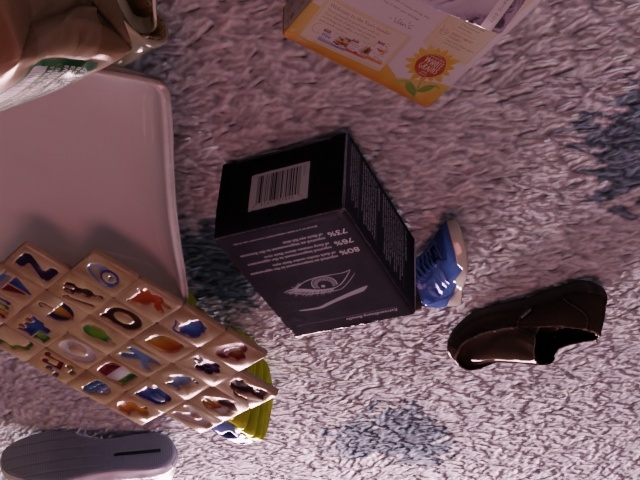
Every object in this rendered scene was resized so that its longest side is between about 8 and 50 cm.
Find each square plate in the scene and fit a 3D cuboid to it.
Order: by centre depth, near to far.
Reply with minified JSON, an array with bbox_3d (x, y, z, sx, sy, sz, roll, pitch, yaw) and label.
[{"bbox_3d":[-0.301,-0.081,1.206,0.347,0.049,0.344,13,144,7],"label":"square plate"}]

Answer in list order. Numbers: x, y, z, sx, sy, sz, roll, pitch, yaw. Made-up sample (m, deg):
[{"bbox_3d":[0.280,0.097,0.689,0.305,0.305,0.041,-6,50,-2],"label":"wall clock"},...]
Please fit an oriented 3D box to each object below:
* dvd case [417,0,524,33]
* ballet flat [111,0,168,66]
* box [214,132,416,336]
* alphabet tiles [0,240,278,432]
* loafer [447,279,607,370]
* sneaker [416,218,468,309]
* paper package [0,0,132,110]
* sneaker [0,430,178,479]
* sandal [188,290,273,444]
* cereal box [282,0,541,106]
[{"bbox_3d":[0.093,-0.265,0.970,0.221,0.018,0.164,18,137,-18],"label":"dvd case"},{"bbox_3d":[-0.188,-0.242,1.025,0.086,0.086,0.248,-6,151,8],"label":"ballet flat"},{"bbox_3d":[0.000,0.000,1.308,0.153,0.108,0.207,-12,141,20],"label":"box"},{"bbox_3d":[-0.231,0.121,1.388,0.342,0.011,0.285,34,139,-22],"label":"alphabet tiles"},{"bbox_3d":[0.254,0.119,1.492,0.220,0.078,0.080,-26,135,30],"label":"loafer"},{"bbox_3d":[0.124,0.033,1.397,0.084,0.058,0.152,-8,149,-4],"label":"sneaker"},{"bbox_3d":[-0.349,-0.219,0.866,0.324,0.168,0.310,-17,96,20],"label":"paper package"},{"bbox_3d":[-0.338,0.340,1.764,0.258,0.094,0.091,1,138,-3],"label":"sneaker"},{"bbox_3d":[-0.174,0.157,1.519,0.138,0.126,0.317,-16,132,28],"label":"sandal"},{"bbox_3d":[0.101,-0.234,1.061,0.173,0.047,0.240,24,135,-26],"label":"cereal box"}]
